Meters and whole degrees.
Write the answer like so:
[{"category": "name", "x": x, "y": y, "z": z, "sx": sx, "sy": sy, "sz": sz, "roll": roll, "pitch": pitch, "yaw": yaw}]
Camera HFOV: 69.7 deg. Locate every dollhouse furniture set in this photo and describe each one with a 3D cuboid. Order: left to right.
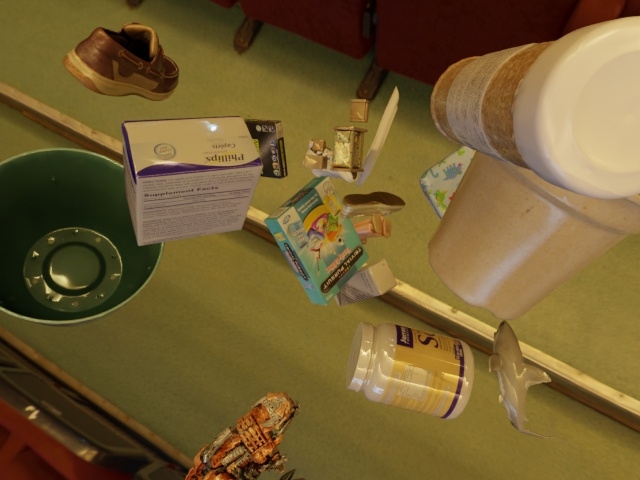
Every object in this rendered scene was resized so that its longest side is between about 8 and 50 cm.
[{"category": "dollhouse furniture set", "x": 0.028, "y": -0.273, "z": 1.187, "sx": 0.160, "sy": 0.101, "sz": 0.182, "roll": 9, "pitch": 101, "yaw": 27}]

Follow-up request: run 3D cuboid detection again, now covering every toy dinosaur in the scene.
[{"category": "toy dinosaur", "x": -0.156, "y": 0.397, "z": 0.819, "sx": 0.321, "sy": 0.218, "sz": 0.164, "roll": -29, "pitch": 53, "yaw": 14}]

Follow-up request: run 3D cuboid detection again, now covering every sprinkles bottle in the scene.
[{"category": "sprinkles bottle", "x": 0.207, "y": -0.138, "z": 0.471, "sx": 0.121, "sy": 0.355, "sz": 0.121, "roll": 0, "pitch": 108, "yaw": 1}]

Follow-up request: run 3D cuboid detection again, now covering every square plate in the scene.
[{"category": "square plate", "x": 0.261, "y": -0.451, "z": 2.061, "sx": 0.049, "sy": 0.347, "sz": 0.344, "roll": 22, "pitch": 68, "yaw": 1}]

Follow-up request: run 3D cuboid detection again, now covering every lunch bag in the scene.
[{"category": "lunch bag", "x": 0.369, "y": -0.138, "z": 1.122, "sx": 0.219, "sy": 0.090, "sz": 0.176, "roll": -36, "pitch": 73, "yaw": 22}]

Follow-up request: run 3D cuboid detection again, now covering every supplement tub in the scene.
[{"category": "supplement tub", "x": 0.260, "y": 0.382, "z": 1.381, "sx": 0.331, "sy": 0.241, "sz": 0.241, "roll": 14, "pitch": 81, "yaw": -2}]

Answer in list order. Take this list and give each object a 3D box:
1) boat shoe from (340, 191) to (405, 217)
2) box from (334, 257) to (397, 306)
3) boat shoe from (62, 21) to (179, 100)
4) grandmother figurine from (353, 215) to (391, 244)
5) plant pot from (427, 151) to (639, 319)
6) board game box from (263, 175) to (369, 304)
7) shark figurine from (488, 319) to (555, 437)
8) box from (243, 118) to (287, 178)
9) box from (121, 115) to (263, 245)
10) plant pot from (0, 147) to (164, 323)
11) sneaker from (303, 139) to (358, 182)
[{"category": "boat shoe", "x": 0.119, "y": -0.076, "z": 1.046, "sx": 0.152, "sy": 0.048, "sz": 0.056, "roll": -6, "pitch": 43, "yaw": -22}, {"category": "box", "x": 0.151, "y": 0.161, "z": 1.710, "sx": 0.094, "sy": 0.275, "sz": 0.113, "roll": -25, "pitch": 87, "yaw": -35}, {"category": "boat shoe", "x": -0.364, "y": -0.370, "z": 0.929, "sx": 0.123, "sy": 0.342, "sz": 0.123, "roll": 43, "pitch": 109, "yaw": -3}, {"category": "grandmother figurine", "x": 0.106, "y": -0.022, "z": 1.794, "sx": 0.342, "sy": 0.207, "sz": 0.104, "roll": -13, "pitch": 58, "yaw": 38}, {"category": "plant pot", "x": 0.358, "y": -0.041, "z": 0.812, "sx": 0.333, "sy": 0.333, "sz": 0.306, "roll": 38, "pitch": 123, "yaw": 14}, {"category": "board game box", "x": 0.000, "y": 0.000, "z": 1.501, "sx": 0.254, "sy": 0.079, "sz": 0.336, "roll": -44, "pitch": 117, "yaw": -32}, {"category": "shark figurine", "x": 0.449, "y": 0.327, "z": 1.010, "sx": 0.116, "sy": 0.166, "sz": 0.279, "roll": -12, "pitch": 89, "yaw": 30}, {"category": "box", "x": -0.203, "y": -0.310, "z": 1.548, "sx": 0.184, "sy": 0.045, "sz": 0.191, "roll": 11, "pitch": 120, "yaw": 28}, {"category": "box", "x": -0.145, "y": -0.064, "z": 0.508, "sx": 0.126, "sy": 0.137, "sz": 0.072, "roll": -11, "pitch": 66, "yaw": -26}, {"category": "plant pot", "x": -0.445, "y": 0.020, "z": 0.821, "sx": 0.292, "sy": 0.235, "sz": 0.293, "roll": 9, "pitch": 69, "yaw": -23}, {"category": "sneaker", "x": 0.036, "y": -0.287, "z": 1.804, "sx": 0.292, "sy": 0.110, "sz": 0.118, "roll": 43, "pitch": 107, "yaw": 41}]
